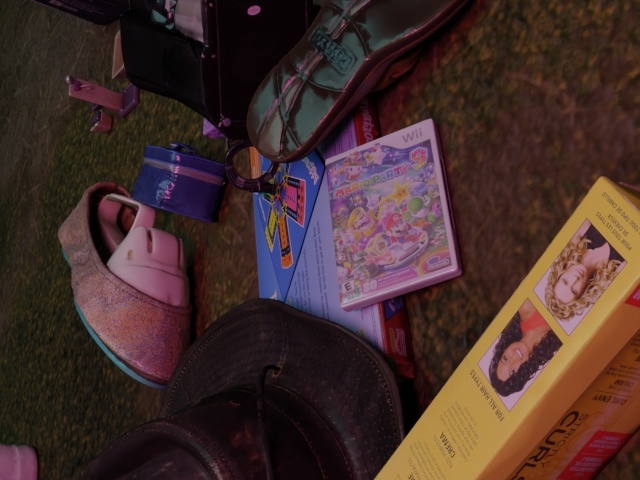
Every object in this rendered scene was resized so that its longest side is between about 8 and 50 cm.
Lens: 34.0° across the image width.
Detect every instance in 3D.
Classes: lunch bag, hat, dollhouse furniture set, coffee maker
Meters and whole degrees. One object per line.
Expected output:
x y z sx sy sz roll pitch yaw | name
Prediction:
-0.133 -0.059 0.993 0.098 0.067 0.065 18 91 59 | lunch bag
-0.081 0.188 0.713 0.331 0.134 0.331 -7 81 52 | hat
-0.272 -0.204 1.255 0.091 0.081 0.114 -31 52 48 | dollhouse furniture set
-0.094 -0.147 0.866 0.178 0.120 0.171 29 102 56 | coffee maker

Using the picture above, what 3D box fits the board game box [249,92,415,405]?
0.000 0.000 0.801 0.145 0.027 0.281 -37 48 42 | board game box

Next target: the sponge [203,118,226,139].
-0.062 -0.208 0.983 0.117 0.031 0.210 -25 56 51 | sponge

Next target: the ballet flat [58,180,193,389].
-0.186 0.022 1.010 0.106 0.108 0.316 -59 36 10 | ballet flat

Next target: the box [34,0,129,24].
-0.241 -0.450 1.195 0.395 0.212 0.293 -1 76 58 | box

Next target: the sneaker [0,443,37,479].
-0.406 0.358 1.137 0.108 0.169 0.292 -37 48 41 | sneaker

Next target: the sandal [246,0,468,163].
0.037 -0.139 0.767 0.219 0.060 0.090 -49 59 13 | sandal

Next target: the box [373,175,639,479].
0.116 0.082 0.535 0.232 0.087 0.058 -57 38 23 | box

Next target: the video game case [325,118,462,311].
0.047 -0.018 0.718 0.087 0.011 0.122 -20 57 23 | video game case
